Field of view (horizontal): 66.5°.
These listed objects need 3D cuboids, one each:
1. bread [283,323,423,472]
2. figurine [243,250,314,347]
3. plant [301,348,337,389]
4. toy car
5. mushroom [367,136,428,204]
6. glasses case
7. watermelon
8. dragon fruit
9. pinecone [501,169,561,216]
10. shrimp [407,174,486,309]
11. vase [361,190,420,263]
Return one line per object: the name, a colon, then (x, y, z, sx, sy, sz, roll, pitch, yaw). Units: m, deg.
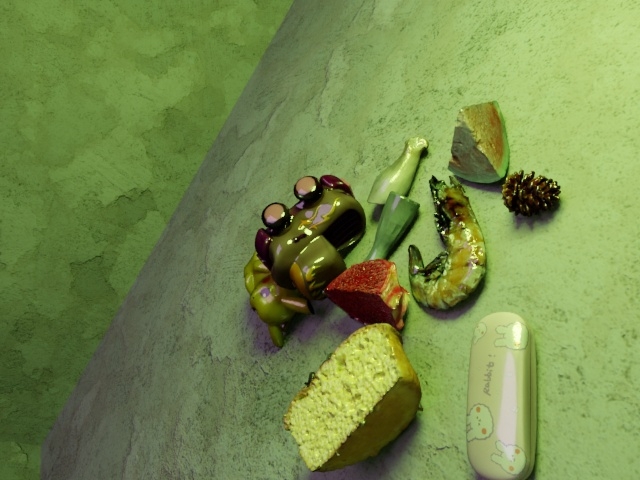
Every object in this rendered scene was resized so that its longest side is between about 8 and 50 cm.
bread: (0.095, 0.344, 1.049, 0.340, 0.179, 0.194, -51, 37, 12)
figurine: (-0.143, 0.157, 1.506, 0.218, 0.169, 0.327, -60, 28, 32)
plant: (0.016, 0.348, 1.240, 0.085, 0.087, 0.174, 37, 95, 20)
toy car: (0.000, 0.000, 1.347, 0.340, 0.271, 0.240, -43, 57, -7)
mushroom: (0.213, -0.188, 1.341, 0.225, 0.093, 0.116, -61, 13, 10)
glasses case: (0.327, 0.275, 0.882, 0.113, 0.075, 0.297, -19, 52, 48)
watermelon: (0.381, -0.242, 1.118, 0.136, 0.202, 0.207, 21, 85, 17)
dragon fruit: (0.139, 0.141, 1.198, 0.126, 0.161, 0.274, -43, 17, -25)
pinecone: (0.431, -0.096, 0.998, 0.109, 0.102, 0.102, 10, 73, 26)
shrimp: (0.274, 0.001, 1.159, 0.233, 0.071, 0.365, -46, 35, 35)
vase: (0.176, -0.016, 1.276, 0.086, 0.086, 0.214, 38, 105, 56)
